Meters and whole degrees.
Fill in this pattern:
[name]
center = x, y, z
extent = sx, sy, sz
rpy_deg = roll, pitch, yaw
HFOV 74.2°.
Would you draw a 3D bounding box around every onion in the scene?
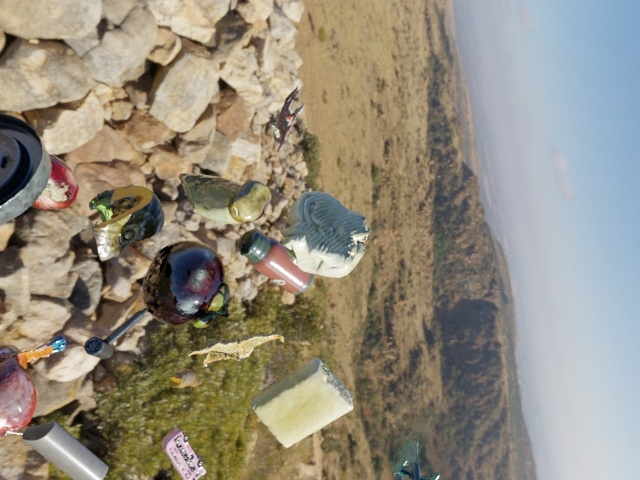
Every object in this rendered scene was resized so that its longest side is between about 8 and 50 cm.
[onion]
center = -1.081, -0.249, 1.663
extent = 0.195, 0.271, 0.272
rpy_deg = -82, 149, -50

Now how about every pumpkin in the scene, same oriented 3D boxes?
[pumpkin]
center = -0.672, -0.074, 1.428
extent = 0.280, 0.189, 0.140
rpy_deg = -37, 143, -44

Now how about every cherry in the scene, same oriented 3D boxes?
[cherry]
center = -0.963, 0.479, 1.281
extent = 0.192, 0.175, 0.250
rpy_deg = 14, 84, -55

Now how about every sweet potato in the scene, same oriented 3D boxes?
[sweet potato]
center = -0.548, 0.561, 1.722
extent = 0.244, 0.076, 0.077
rpy_deg = 75, 13, -72

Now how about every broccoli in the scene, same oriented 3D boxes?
[broccoli]
center = -0.905, -0.091, 1.914
extent = 0.268, 0.253, 0.270
rpy_deg = 1, 88, -42

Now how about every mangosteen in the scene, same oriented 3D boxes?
[mangosteen]
center = -0.442, 0.146, 1.439
extent = 0.300, 0.299, 0.301
rpy_deg = 34, 51, -55

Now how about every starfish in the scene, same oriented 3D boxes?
[starfish]
center = -0.310, 0.372, 1.439
extent = 0.301, 0.293, 0.084
rpy_deg = -12, 80, -27

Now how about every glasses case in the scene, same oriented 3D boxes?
[glasses case]
center = -0.540, 0.457, 0.900
extent = 0.042, 0.071, 0.191
rpy_deg = -84, 154, -55

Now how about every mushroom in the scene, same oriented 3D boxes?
[mushroom]
center = -0.240, -0.098, 0.948
extent = 0.107, 0.332, 0.088
rpy_deg = -39, 128, -34

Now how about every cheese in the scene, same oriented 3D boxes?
[cheese]
center = -1.039, 0.413, 1.425
extent = 0.329, 0.217, 0.129
rpy_deg = -21, 74, -39

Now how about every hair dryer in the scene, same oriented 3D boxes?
[hair dryer]
center = -0.739, 0.327, 1.561
extent = 0.255, 0.070, 0.128
rpy_deg = -45, 171, -18

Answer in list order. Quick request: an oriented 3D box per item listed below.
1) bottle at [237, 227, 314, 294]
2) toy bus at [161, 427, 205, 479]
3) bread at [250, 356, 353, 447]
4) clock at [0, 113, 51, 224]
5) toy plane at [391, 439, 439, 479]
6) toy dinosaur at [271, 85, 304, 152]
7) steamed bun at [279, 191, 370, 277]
[bottle]
center = -0.172, 0.078, 1.612
extent = 0.336, 0.143, 0.144
rpy_deg = 41, 45, -42
[toy bus]
center = -0.500, 0.787, 1.546
extent = 0.090, 0.063, 0.203
rpy_deg = -34, 104, -35
[bread]
center = -0.037, 0.335, 0.881
extent = 0.140, 0.178, 0.060
rpy_deg = 55, 13, -11
[clock]
center = -0.785, -0.159, 0.963
extent = 0.061, 0.311, 0.313
rpy_deg = 100, -4, -61
[toy plane]
center = 0.124, 0.360, 0.531
extent = 0.060, 0.096, 0.235
rpy_deg = 23, 34, -8
[toy dinosaur]
center = -0.077, -0.282, 0.983
extent = 0.032, 0.108, 0.221
rpy_deg = 27, 57, -31
[steamed bun]
center = 0.000, 0.000, 1.386
extent = 0.279, 0.207, 0.268
rpy_deg = 24, 48, -7
